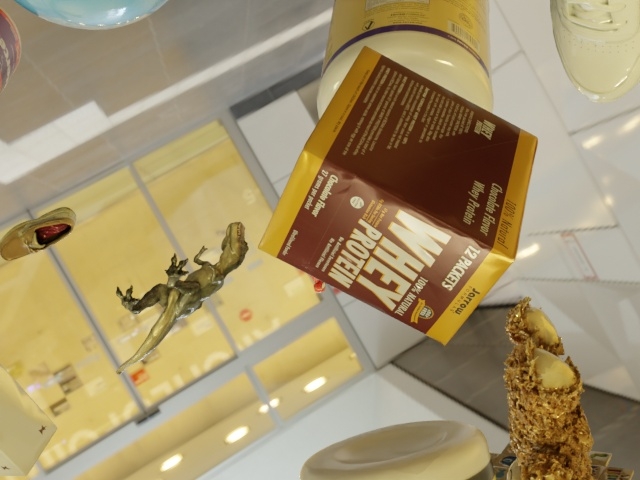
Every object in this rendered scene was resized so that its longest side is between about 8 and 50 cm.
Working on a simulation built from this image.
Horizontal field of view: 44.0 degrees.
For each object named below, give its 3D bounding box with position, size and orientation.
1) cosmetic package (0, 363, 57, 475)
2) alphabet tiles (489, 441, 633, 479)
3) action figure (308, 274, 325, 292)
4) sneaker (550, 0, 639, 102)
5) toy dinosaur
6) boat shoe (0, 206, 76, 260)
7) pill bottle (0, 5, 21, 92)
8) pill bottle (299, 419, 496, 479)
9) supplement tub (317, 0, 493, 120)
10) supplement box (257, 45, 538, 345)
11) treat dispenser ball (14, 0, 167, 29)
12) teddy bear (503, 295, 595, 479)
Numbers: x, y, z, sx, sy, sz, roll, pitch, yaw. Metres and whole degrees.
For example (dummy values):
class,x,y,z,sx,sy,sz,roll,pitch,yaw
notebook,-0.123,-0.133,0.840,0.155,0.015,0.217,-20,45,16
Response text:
class,x,y,z,sx,sy,sz,roll,pitch,yaw
cosmetic package,-0.590,0.180,1.099,0.284,0.377,0.097,-11,-145,27
alphabet tiles,0.450,0.496,1.635,0.342,0.011,0.285,-2,-166,34
action figure,0.000,0.000,0.874,0.030,0.115,0.038,6,171,-15
sneaker,0.230,-0.249,0.687,0.114,0.305,0.152,19,-133,36
toy dinosaur,-0.196,0.074,1.050,0.268,0.064,0.118,-46,150,-3
boat shoe,-0.450,-0.006,1.255,0.135,0.050,0.045,-31,-143,1
pill bottle,-0.613,-0.288,1.309,0.181,0.182,0.323,-29,-149,9
pill bottle,0.103,0.359,0.764,0.187,0.334,0.188,-12,178,0
supplement tub,0.128,-0.284,1.162,0.241,0.241,0.331,-28,-142,35
supplement box,0.077,-0.046,0.740,0.129,0.194,0.191,-62,-178,43
treat dispenser ball,-0.297,-0.415,1.002,0.288,0.288,0.288,-30,-178,1
teddy bear,0.283,0.240,1.031,0.113,0.338,0.245,-14,-134,7
